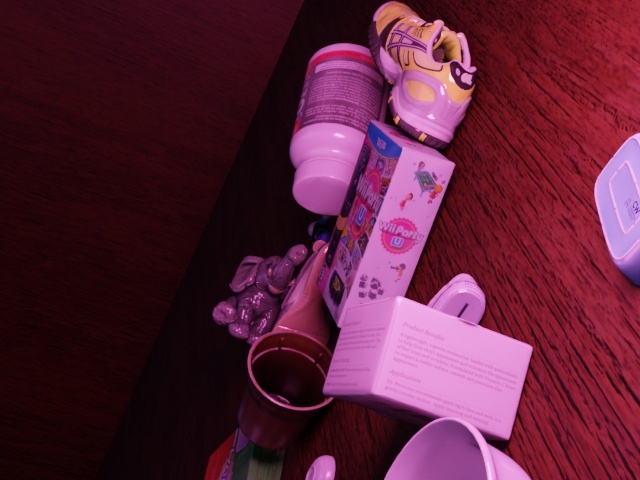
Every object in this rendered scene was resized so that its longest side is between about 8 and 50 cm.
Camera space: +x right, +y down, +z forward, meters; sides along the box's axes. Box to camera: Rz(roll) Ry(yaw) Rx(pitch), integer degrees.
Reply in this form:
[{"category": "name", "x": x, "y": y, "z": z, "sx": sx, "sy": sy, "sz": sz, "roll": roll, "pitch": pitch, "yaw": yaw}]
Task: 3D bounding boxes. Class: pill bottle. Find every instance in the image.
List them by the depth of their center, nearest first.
[{"category": "pill bottle", "x": 0.036, "y": -0.213, "z": 2.103, "sx": 0.176, "sy": 0.176, "sz": 0.319, "roll": 131, "pitch": 155, "yaw": -53}]

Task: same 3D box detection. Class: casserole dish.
[{"category": "casserole dish", "x": 0.328, "y": -0.039, "z": 1.113, "sx": 0.188, "sy": 0.037, "sz": 0.114, "roll": -89, "pitch": 24, "yaw": -49}]

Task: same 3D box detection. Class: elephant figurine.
[{"category": "elephant figurine", "x": -0.112, "y": 0.103, "z": 2.317, "sx": 0.186, "sy": 0.169, "sz": 0.239, "roll": 28, "pitch": 90, "yaw": 34}]

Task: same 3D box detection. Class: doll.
[{"category": "doll", "x": 0.000, "y": 0.000, "z": 2.204, "sx": 0.189, "sy": 0.046, "sz": 0.129, "roll": -98, "pitch": 22, "yaw": -73}]

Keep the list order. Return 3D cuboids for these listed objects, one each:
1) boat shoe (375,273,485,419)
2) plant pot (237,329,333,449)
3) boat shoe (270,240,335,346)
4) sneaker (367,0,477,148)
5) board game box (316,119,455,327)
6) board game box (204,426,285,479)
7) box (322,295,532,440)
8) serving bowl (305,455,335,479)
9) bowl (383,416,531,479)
[{"category": "boat shoe", "x": 0.149, "y": 0.144, "z": 1.458, "sx": 0.226, "sy": 0.083, "sz": 0.076, "roll": -52, "pitch": 8, "yaw": 19}, {"category": "plant pot", "x": -0.068, "y": 0.273, "z": 1.895, "sx": 0.167, "sy": 0.167, "sz": 0.165, "roll": -85, "pitch": 14, "yaw": -46}, {"category": "boat shoe", "x": -0.021, "y": 0.129, "z": 2.024, "sx": 0.285, "sy": 0.102, "sz": 0.092, "roll": -65, "pitch": 10, "yaw": 4}, {"category": "sneaker", "x": 0.185, "y": -0.309, "z": 1.822, "sx": 0.147, "sy": 0.145, "sz": 0.385, "roll": -53, "pitch": 32, "yaw": 28}, {"category": "board game box", "x": 0.097, "y": -0.022, "z": 1.760, "sx": 0.224, "sy": 0.097, "sz": 0.303, "roll": -122, "pitch": 50, "yaw": -70}, {"category": "board game box", "x": -0.161, "y": 0.488, "z": 2.101, "sx": 0.316, "sy": 0.064, "sz": 0.242, "roll": 129, "pitch": 156, "yaw": -51}, {"category": "box", "x": 0.124, "y": 0.156, "z": 1.297, "sx": 0.182, "sy": 0.181, "sz": 0.119, "roll": 157, "pitch": 132, "yaw": -71}, {"category": "serving bowl", "x": -0.005, "y": 0.387, "z": 1.753, "sx": 0.083, "sy": 0.027, "sz": 0.083, "roll": -160, "pitch": 90, "yaw": -75}, {"category": "bowl", "x": 0.147, "y": 0.336, "z": 1.073, "sx": 0.298, "sy": 0.134, "sz": 0.298, "roll": -160, "pitch": 90, "yaw": -75}]
